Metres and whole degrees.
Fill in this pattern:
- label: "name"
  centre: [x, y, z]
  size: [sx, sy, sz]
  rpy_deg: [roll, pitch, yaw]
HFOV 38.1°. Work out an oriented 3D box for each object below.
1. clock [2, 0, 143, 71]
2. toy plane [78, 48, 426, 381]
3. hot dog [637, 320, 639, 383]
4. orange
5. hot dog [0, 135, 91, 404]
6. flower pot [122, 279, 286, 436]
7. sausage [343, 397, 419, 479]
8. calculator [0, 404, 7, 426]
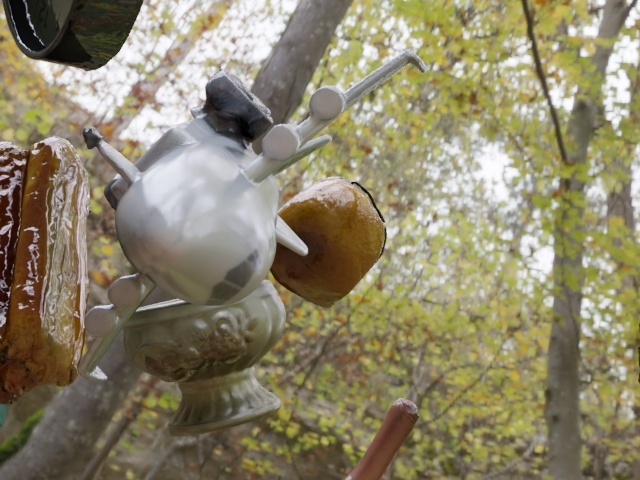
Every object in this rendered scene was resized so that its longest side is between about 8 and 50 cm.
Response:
- label: "clock"
  centre: [-0.247, -0.330, 0.918]
  size: [0.066, 0.319, 0.319]
  rpy_deg: [-1, -29, -34]
- label: "toy plane"
  centre: [-0.056, -0.019, 0.454]
  size: [0.251, 0.255, 0.101]
  rpy_deg: [-44, -91, 8]
- label: "hot dog"
  centre: [0.223, 0.068, 0.587]
  size: [0.034, 0.030, 0.090]
  rpy_deg: [24, -30, 33]
- label: "orange"
  centre: [0.000, 0.000, 1.171]
  size: [0.160, 0.170, 0.112]
  rpy_deg: [1, -4, 16]
- label: "hot dog"
  centre: [-0.331, 0.030, 1.026]
  size: [0.158, 0.349, 0.117]
  rpy_deg: [-11, -39, 1]
- label: "flower pot"
  centre: [-0.197, 0.216, 1.696]
  size: [0.307, 0.307, 0.244]
  rpy_deg: [-14, -91, 34]
- label: "sausage"
  centre: [0.076, 0.296, 1.277]
  size: [0.040, 0.177, 0.047]
  rpy_deg: [29, -9, 44]
- label: "calculator"
  centre: [-0.571, 0.172, 1.235]
  size: [0.274, 0.058, 0.248]
  rpy_deg: [-1, -46, -1]
